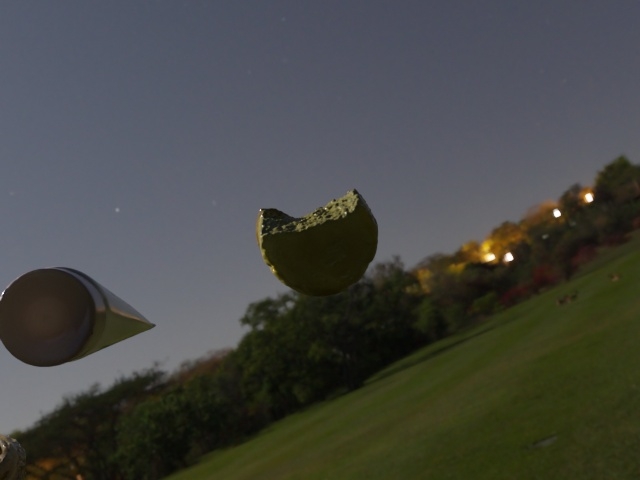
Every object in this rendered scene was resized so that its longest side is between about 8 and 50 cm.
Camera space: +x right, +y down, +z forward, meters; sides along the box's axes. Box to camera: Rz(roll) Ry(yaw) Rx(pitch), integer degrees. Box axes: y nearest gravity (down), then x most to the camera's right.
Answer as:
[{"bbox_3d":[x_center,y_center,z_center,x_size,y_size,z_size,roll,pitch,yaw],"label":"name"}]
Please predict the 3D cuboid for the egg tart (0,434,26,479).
[{"bbox_3d":[-0.495,0.372,1.054,0.291,0.107,0.291,-23,25,11],"label":"egg tart"}]

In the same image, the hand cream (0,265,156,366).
[{"bbox_3d":[-0.230,0.068,0.790,0.133,0.083,0.248,23,-3,-6],"label":"hand cream"}]

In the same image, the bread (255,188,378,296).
[{"bbox_3d":[0.000,0.010,1.042,0.156,0.125,0.086,-13,16,1],"label":"bread"}]
